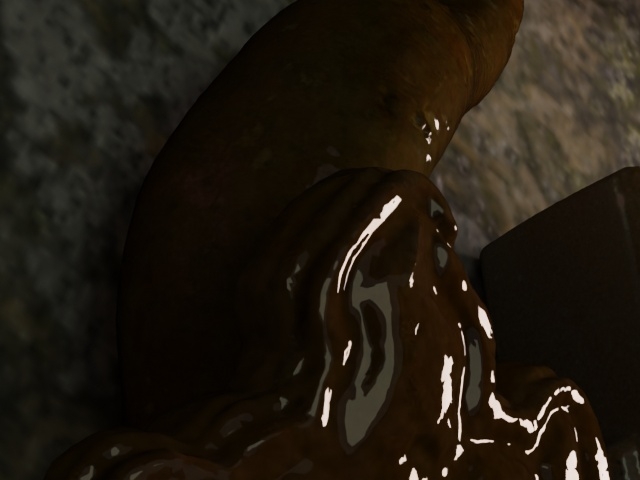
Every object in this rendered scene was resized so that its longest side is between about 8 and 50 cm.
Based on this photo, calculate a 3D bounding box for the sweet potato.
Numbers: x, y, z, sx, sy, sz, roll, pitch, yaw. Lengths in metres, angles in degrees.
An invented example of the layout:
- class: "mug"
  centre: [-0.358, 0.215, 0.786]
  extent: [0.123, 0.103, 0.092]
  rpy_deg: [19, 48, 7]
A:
- class: "sweet potato"
  centre: [-0.001, -0.007, 0.543]
  extent: [0.346, 0.079, 0.108]
  rpy_deg: [-66, 147, -42]

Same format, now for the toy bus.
- class: "toy bus"
  centre: [0.118, 0.075, 0.598]
  extent: [0.103, 0.091, 0.182]
  rpy_deg: [14, 58, -37]

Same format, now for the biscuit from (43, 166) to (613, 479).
- class: "biscuit"
  centre: [0.019, 0.127, 0.443]
  extent: [0.208, 0.041, 0.290]
  rpy_deg: [-1, 91, -47]
